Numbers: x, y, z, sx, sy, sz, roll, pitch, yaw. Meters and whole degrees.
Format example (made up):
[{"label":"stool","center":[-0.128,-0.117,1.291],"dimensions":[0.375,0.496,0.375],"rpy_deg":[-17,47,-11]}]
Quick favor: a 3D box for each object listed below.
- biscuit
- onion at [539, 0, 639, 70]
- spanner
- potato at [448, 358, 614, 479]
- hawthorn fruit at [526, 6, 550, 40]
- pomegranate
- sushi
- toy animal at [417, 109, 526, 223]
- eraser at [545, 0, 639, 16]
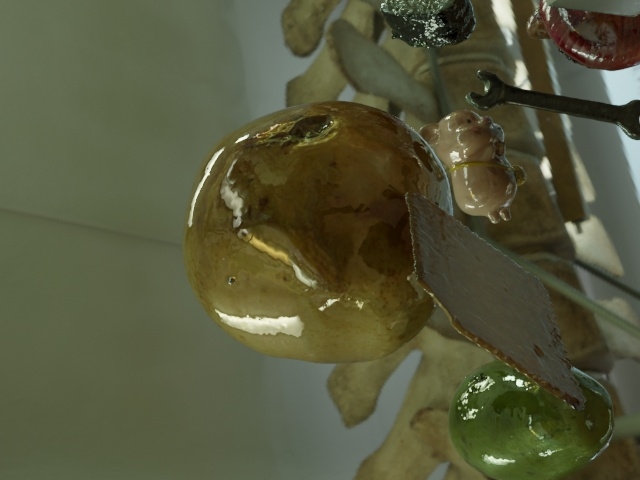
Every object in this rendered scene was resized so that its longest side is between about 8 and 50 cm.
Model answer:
[{"label":"biscuit","center":[0.188,0.059,0.924],"dimensions":[0.237,0.013,0.232],"rpy_deg":[33,-151,-19]},{"label":"onion","center":[0.505,-0.415,1.470],"dimensions":[0.161,0.248,0.248],"rpy_deg":[41,-140,-60]},{"label":"spanner","center":[0.294,-0.164,1.013],"dimensions":[0.255,0.015,0.054],"rpy_deg":[7,-100,-15]},{"label":"potato","center":[0.332,0.289,1.346],"dimensions":[0.216,0.304,0.215],"rpy_deg":[3,-97,-30]},{"label":"hawthorn fruit","center":[0.446,-0.448,1.661],"dimensions":[0.066,0.067,0.103],"rpy_deg":[-66,-20,-44]},{"label":"pomegranate","center":[0.000,0.000,1.230],"dimensions":[0.417,0.417,0.416],"rpy_deg":[25,-127,-39]},{"label":"sushi","center":[0.250,-0.517,1.939],"dimensions":[0.124,0.225,0.127],"rpy_deg":[-53,-45,-19]},{"label":"toy animal","center":[0.325,-0.152,1.718],"dimensions":[0.165,0.149,0.248],"rpy_deg":[-4,-115,-55]},{"label":"eraser","center":[0.326,-0.279,0.892],"dimensions":[0.150,0.104,0.023],"rpy_deg":[-5,-104,-33]}]
